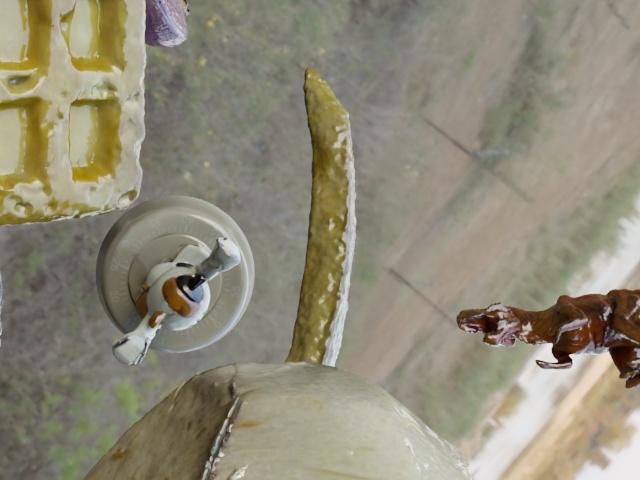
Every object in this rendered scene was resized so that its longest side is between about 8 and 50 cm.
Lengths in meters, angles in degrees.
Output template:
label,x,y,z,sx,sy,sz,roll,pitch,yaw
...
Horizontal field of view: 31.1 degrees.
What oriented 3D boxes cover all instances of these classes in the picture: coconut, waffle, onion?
label,x,y,z,sx,sy,sz,roll,pitch,yaw
coconut,-0.007,0.283,0.871,0.346,0.360,0.346,-37,-152,23
waffle,-0.230,-0.086,0.718,0.274,0.057,0.168,-12,113,-45
onion,-0.319,-0.453,1.911,0.120,0.227,0.283,-19,143,5

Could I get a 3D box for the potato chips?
label,x,y,z,sx,sy,sz,roll,pitch,yaw
potato chips,0.000,0.000,1.201,0.057,0.080,0.407,41,51,-62

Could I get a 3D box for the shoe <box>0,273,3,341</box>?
label,x,y,z,sx,sy,sz,roll,pitch,yaw
shoe,-0.320,0.057,0.996,0.089,0.180,0.092,0,154,-13

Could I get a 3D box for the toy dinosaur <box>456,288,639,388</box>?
label,x,y,z,sx,sy,sz,roll,pitch,yaw
toy dinosaur,0.380,0.108,1.346,0.432,0.208,0.097,-8,130,-14

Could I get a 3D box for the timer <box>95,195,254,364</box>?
label,x,y,z,sx,sy,sz,roll,pitch,yaw
timer,-0.146,0.047,1.156,0.175,0.175,0.266,-49,-172,-1
